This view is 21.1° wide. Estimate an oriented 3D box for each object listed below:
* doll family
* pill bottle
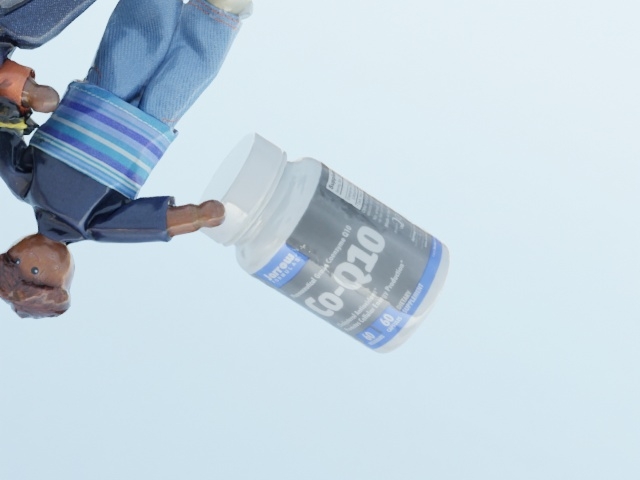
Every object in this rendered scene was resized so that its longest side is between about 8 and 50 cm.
[{"bbox_3d":[-0.110,-0.055,0.507,0.193,0.111,0.076,25,169,29],"label":"doll family"},{"bbox_3d":[0.000,0.000,0.990,0.137,0.078,0.078,32,-151,-15],"label":"pill bottle"}]
